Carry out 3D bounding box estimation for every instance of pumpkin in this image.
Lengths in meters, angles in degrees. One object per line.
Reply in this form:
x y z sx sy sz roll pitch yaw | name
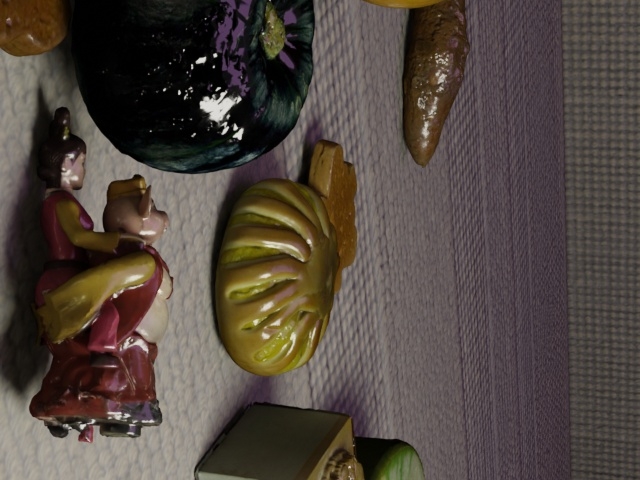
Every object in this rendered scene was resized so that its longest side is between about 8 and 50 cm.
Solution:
-0.100 -0.165 1.133 0.233 0.163 0.233 2 90 -66 | pumpkin

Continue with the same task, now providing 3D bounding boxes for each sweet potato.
0.173 -0.281 2.093 0.114 0.092 0.342 81 17 -81 | sweet potato

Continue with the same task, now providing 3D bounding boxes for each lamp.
-0.171 0.027 1.119 0.118 0.118 0.253 35 53 -68 | lamp

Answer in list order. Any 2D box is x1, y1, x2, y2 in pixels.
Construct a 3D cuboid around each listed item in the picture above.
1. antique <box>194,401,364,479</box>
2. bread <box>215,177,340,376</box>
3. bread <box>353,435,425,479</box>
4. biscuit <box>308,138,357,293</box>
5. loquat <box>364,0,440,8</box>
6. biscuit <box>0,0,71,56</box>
-0.034 0.273 1.517 0.152 0.147 0.147 -48 136 -57 | antique
-0.040 0.037 1.522 0.213 0.104 0.213 4 90 -68 | bread
0.039 0.424 1.788 0.366 0.129 0.382 69 30 -46 | bread
0.000 0.000 1.725 0.212 0.041 0.239 81 22 -49 | biscuit
0.098 -0.399 1.651 0.263 0.263 0.263 4 90 -71 | loquat
-0.235 -0.263 0.978 0.278 0.043 0.302 46 51 -65 | biscuit
